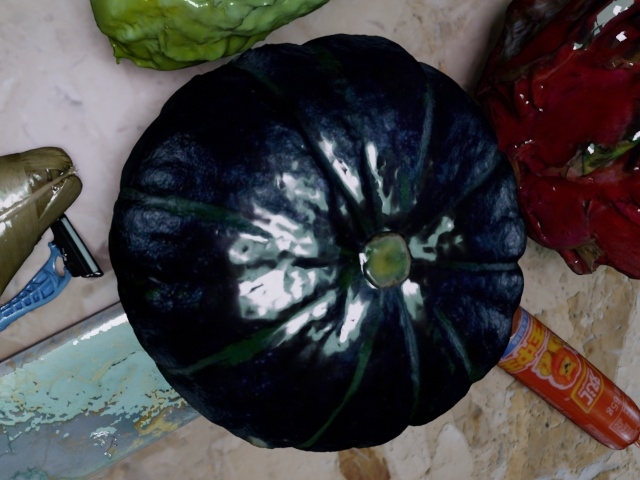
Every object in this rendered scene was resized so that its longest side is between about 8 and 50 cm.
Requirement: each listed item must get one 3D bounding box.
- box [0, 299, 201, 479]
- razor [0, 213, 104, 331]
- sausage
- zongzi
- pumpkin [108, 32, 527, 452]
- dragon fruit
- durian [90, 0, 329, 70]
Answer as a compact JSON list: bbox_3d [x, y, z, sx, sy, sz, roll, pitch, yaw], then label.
[{"bbox_3d":[-0.252,0.167,0.700,0.285,0.044,0.142,-28,101,-13],"label":"box"},{"bbox_3d":[-0.316,0.083,0.666,0.253,0.042,0.082,-38,65,-9],"label":"razor"},{"bbox_3d":[0.297,0.172,0.866,0.274,0.074,0.074,38,85,-20],"label":"sausage"},{"bbox_3d":[-0.275,0.013,0.639,0.160,0.078,0.176,-17,89,-13],"label":"zongzi"},{"bbox_3d":[0.000,0.000,0.643,0.363,0.266,0.364,-1,94,-17],"label":"pumpkin"},{"bbox_3d":[0.303,-0.119,0.700,0.329,0.329,0.330,-3,99,-18],"label":"dragon fruit"},{"bbox_3d":[-0.049,-0.280,0.598,0.339,0.256,0.204,-26,120,18],"label":"durian"}]
